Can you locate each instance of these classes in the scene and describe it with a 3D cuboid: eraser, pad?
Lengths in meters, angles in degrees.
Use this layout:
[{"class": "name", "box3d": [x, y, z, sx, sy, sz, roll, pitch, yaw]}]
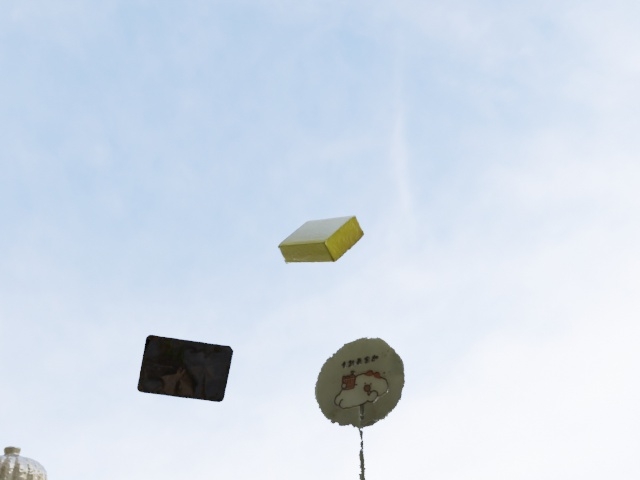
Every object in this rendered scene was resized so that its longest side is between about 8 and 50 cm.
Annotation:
[{"class": "eraser", "box3d": [0.000, 0.000, 1.369, 0.097, 0.122, 0.045, -43, -64, -40]}, {"class": "pad", "box3d": [-0.240, 0.229, 1.376, 0.157, 0.003, 0.112, 10, -78, -11]}]

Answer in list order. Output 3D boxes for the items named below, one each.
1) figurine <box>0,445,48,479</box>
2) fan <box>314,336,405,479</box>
[{"class": "figurine", "box3d": [-0.698, 0.637, 1.716, 0.185, 0.204, 0.332, -4, -83, -2]}, {"class": "fan", "box3d": [0.076, 0.332, 1.452, 0.191, 0.329, 0.009, -16, -37, 19]}]
